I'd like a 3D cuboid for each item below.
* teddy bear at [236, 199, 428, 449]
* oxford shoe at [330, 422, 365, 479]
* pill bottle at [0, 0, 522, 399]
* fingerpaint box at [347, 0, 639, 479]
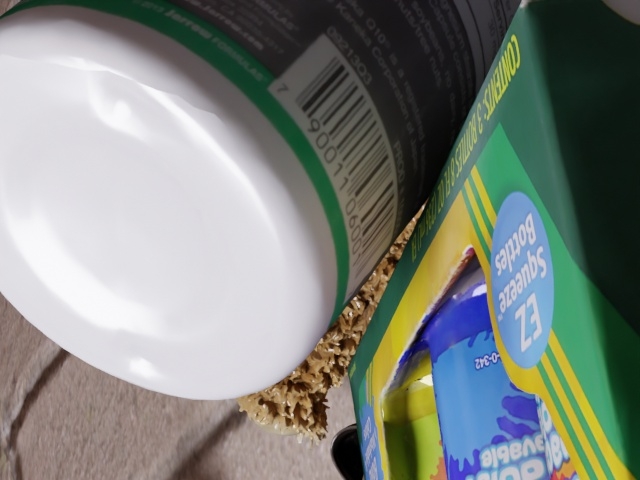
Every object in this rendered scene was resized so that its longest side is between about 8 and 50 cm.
[{"bbox_3d":[0.000,0.000,1.062,0.245,0.113,0.338,36,128,31],"label":"teddy bear"},{"bbox_3d":[0.076,0.182,1.003,0.227,0.096,0.083,26,106,57],"label":"oxford shoe"},{"bbox_3d":[-0.009,-0.104,0.781,0.361,0.204,0.204,-51,2,-43],"label":"pill bottle"},{"bbox_3d":[0.136,0.158,0.681,0.445,0.163,0.371,109,155,-67],"label":"fingerpaint box"}]
